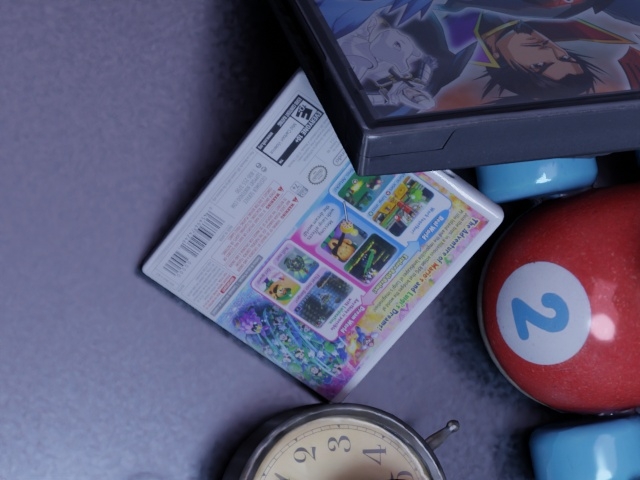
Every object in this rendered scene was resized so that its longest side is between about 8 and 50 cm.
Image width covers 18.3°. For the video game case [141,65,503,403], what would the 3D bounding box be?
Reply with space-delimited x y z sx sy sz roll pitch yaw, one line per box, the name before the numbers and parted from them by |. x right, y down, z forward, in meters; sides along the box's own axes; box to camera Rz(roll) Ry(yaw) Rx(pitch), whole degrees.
video game case | 0.000 0.000 1.129 0.143 0.019 0.157 35 113 -12

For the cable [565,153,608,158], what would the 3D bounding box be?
cable | 0.102 -0.101 1.151 0.184 0.150 0.047 0 126 0

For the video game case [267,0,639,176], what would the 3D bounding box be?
video game case | 0.113 -0.134 1.122 0.275 0.248 0.035 -6 131 -17

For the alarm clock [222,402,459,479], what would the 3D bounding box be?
alarm clock | -0.013 0.157 1.133 0.192 0.064 0.129 2 85 -20

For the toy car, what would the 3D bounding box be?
toy car | 0.219 0.024 1.123 0.210 0.238 0.219 -11 89 -17

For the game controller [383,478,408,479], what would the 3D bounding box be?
game controller | 0.094 0.278 1.128 0.319 0.067 0.166 46 60 -26
